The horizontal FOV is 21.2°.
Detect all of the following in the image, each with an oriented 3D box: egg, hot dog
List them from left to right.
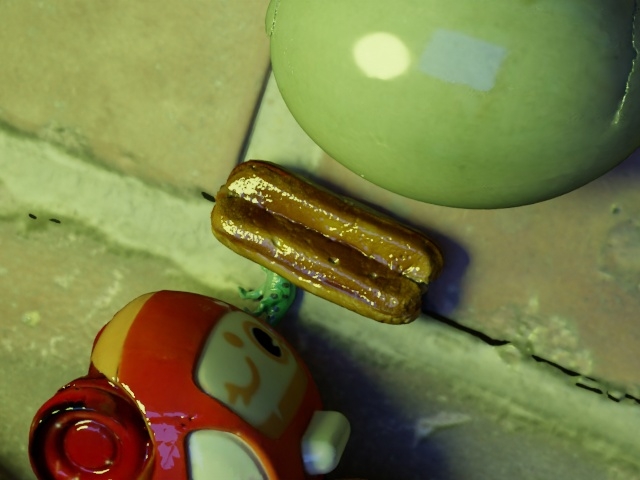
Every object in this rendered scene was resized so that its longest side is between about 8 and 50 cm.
[{"bbox_3d":[0.000,0.000,1.143,0.165,0.045,0.071,25,80,12],"label":"hot dog"},{"bbox_3d":[0.088,-0.113,1.033,0.253,0.186,0.187,13,101,17],"label":"egg"}]

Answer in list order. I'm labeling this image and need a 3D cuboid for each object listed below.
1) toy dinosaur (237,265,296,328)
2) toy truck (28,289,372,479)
[{"bbox_3d":[-0.025,0.037,1.177,0.062,0.021,0.083,-20,90,6],"label":"toy dinosaur"},{"bbox_3d":[-0.044,0.161,1.112,0.239,0.189,0.265,-3,109,13],"label":"toy truck"}]
